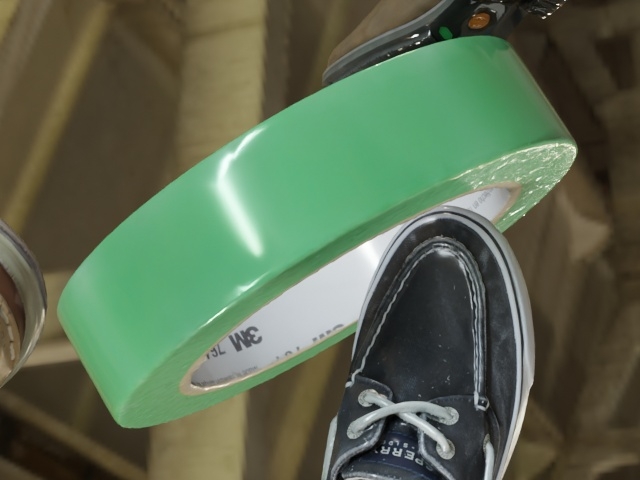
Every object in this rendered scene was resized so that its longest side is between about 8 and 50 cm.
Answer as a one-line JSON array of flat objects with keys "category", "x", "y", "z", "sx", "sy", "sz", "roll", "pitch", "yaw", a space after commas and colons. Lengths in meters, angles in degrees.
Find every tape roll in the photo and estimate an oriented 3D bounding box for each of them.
[{"category": "tape roll", "x": 0.000, "y": 0.000, "z": 0.982, "sx": 0.077, "sy": 0.321, "sz": 0.321, "roll": 58, "pitch": -162, "yaw": 11}]

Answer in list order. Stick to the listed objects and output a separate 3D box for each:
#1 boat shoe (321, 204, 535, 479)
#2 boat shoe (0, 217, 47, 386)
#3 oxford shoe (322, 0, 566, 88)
[{"category": "boat shoe", "x": 0.050, "y": 0.124, "z": 0.920, "sx": 0.102, "sy": 0.108, "sz": 0.301, "roll": 32, "pitch": -109, "yaw": -75}, {"category": "boat shoe", "x": -0.257, "y": 0.099, "z": 0.669, "sx": 0.123, "sy": 0.324, "sz": 0.116, "roll": 47, "pitch": -164, "yaw": -19}, {"category": "oxford shoe", "x": 0.083, "y": -0.165, "z": 1.076, "sx": 0.083, "sy": 0.227, "sz": 0.096, "roll": 13, "pitch": -124, "yaw": -41}]
